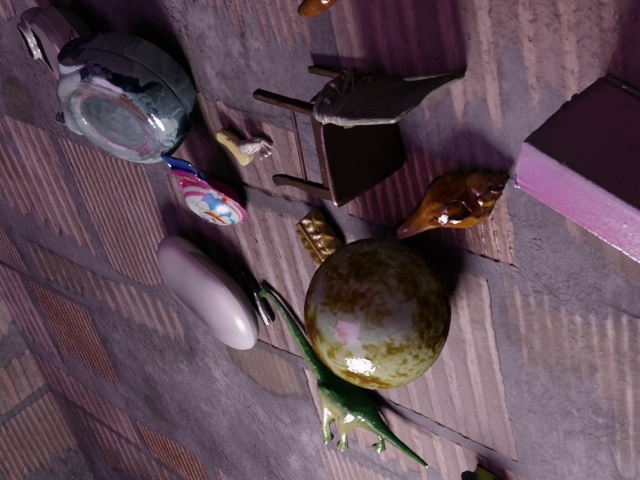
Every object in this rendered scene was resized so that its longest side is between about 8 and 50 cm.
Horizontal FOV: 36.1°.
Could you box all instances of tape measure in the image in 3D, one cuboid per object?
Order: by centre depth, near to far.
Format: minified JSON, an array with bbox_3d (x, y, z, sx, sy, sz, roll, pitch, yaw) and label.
[{"bbox_3d":[-0.367,-0.273,1.844,0.275,0.147,0.256,23,151,3],"label":"tape measure"}]

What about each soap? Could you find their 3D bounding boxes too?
[{"bbox_3d":[0.372,-0.064,1.093,0.259,0.181,0.081,35,145,24],"label":"soap"}]

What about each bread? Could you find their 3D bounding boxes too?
[{"bbox_3d":[0.000,0.000,1.767,0.066,0.060,0.110,-30,99,29],"label":"bread"}]

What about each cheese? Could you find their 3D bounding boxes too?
[{"bbox_3d":[-0.159,-0.175,1.822,0.083,0.030,0.044,40,141,9],"label":"cheese"},{"bbox_3d":[-0.225,-0.093,1.900,0.155,0.062,0.244,15,160,31],"label":"cheese"}]

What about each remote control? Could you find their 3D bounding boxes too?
[{"bbox_3d":[-0.248,0.113,2.146,0.332,0.103,0.221,39,155,36],"label":"remote control"}]

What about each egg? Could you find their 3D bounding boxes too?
[{"bbox_3d":[0.095,0.125,1.600,0.238,0.238,0.289,36,164,25],"label":"egg"}]

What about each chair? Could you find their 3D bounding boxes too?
[{"bbox_3d":[0.063,-0.158,1.432,0.319,0.160,0.186,17,129,45],"label":"chair"}]

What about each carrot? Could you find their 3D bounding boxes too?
[{"bbox_3d":[0.013,-0.359,1.403,0.047,0.047,0.191,55,155,-4],"label":"carrot"}]

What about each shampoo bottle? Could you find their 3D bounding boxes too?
[{"bbox_3d":[-0.140,0.118,2.098,0.137,0.027,0.048,61,157,-14],"label":"shampoo bottle"}]

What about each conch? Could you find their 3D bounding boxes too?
[{"bbox_3d":[0.181,-0.056,1.441,0.232,0.086,0.080,-7,116,53],"label":"conch"}]

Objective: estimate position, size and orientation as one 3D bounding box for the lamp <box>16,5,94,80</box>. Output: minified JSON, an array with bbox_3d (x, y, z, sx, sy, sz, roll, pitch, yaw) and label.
[{"bbox_3d":[-0.521,-0.400,1.998,0.246,0.108,0.180,36,148,36],"label":"lamp"}]

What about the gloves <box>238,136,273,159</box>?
[{"bbox_3d":[-0.121,-0.170,1.769,0.081,0.037,0.044,16,173,23],"label":"gloves"}]

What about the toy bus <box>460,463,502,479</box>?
[{"bbox_3d":[0.274,0.511,1.811,0.101,0.175,0.088,27,142,30],"label":"toy bus"}]

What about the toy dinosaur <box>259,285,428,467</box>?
[{"bbox_3d":[0.047,0.277,1.992,0.447,0.087,0.301,16,117,37],"label":"toy dinosaur"}]
